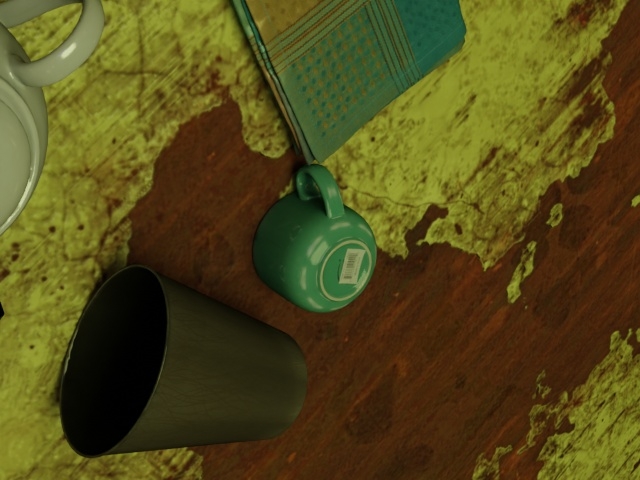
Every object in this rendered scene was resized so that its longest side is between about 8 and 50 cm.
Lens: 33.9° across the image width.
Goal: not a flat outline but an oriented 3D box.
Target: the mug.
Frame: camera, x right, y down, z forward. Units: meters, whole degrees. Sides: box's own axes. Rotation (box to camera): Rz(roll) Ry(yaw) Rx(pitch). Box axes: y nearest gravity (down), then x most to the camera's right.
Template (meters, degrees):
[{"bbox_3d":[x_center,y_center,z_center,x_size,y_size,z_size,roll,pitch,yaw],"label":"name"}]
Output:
[{"bbox_3d":[-0.004,0.009,1.204,0.129,0.097,0.158,-44,132,-14],"label":"mug"}]

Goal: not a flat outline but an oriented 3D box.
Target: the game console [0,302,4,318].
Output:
[{"bbox_3d":[-0.419,-0.027,0.888,0.213,0.044,0.362,-28,125,-27],"label":"game console"}]

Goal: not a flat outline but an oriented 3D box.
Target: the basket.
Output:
[{"bbox_3d":[-0.134,0.141,1.132,0.226,0.154,0.204,16,102,-46],"label":"basket"}]

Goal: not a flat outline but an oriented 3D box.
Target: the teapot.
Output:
[{"bbox_3d":[-0.302,-0.076,0.798,0.252,0.187,0.256,-10,118,-41],"label":"teapot"}]

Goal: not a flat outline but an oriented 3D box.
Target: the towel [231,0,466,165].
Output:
[{"bbox_3d":[0.017,-0.301,1.119,0.271,0.040,0.370,-40,128,-19],"label":"towel"}]
